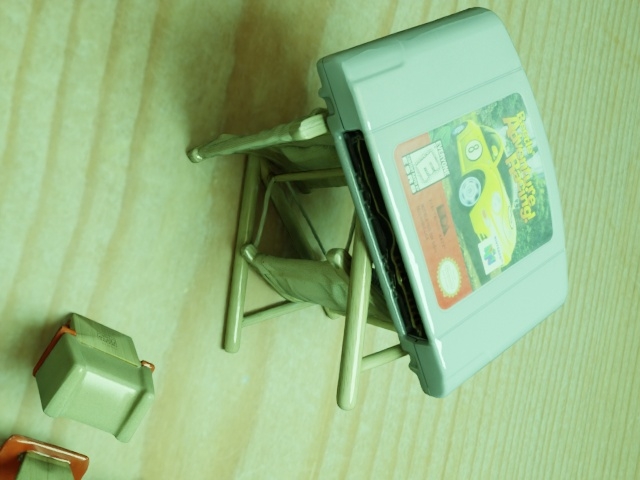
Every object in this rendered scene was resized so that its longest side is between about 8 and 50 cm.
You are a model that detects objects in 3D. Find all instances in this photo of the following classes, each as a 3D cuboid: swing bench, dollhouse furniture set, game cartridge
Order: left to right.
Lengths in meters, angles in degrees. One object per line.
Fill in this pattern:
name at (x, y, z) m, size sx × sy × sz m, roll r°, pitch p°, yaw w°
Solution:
dollhouse furniture set at (-0.265, 0.214, 0.554) m, size 0.262 × 0.135 × 0.259 m, roll 33°, pitch 87°, yaw -29°
swing bench at (0.000, 0.000, 0.608) m, size 0.165 × 0.253 × 0.255 m, roll -14°, pitch 101°, yaw -31°
game cartridge at (0.123, -0.038, 0.504) m, size 0.196 × 0.060 × 0.294 m, roll -29°, pitch 108°, yaw -32°
